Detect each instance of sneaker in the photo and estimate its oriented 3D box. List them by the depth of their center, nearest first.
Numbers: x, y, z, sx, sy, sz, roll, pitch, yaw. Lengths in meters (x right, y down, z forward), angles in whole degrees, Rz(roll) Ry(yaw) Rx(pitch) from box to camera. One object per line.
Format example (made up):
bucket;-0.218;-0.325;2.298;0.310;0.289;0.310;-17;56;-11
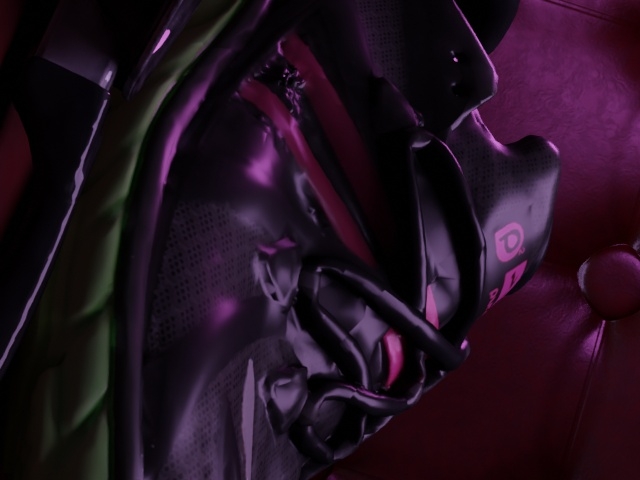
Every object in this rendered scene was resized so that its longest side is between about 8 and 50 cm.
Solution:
sneaker;0.000;0.000;0.520;0.185;0.202;0.483;109;-3;-55

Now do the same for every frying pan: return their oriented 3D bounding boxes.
frying pan;-0.050;-0.078;0.375;0.326;0.053;0.197;-56;-171;8
